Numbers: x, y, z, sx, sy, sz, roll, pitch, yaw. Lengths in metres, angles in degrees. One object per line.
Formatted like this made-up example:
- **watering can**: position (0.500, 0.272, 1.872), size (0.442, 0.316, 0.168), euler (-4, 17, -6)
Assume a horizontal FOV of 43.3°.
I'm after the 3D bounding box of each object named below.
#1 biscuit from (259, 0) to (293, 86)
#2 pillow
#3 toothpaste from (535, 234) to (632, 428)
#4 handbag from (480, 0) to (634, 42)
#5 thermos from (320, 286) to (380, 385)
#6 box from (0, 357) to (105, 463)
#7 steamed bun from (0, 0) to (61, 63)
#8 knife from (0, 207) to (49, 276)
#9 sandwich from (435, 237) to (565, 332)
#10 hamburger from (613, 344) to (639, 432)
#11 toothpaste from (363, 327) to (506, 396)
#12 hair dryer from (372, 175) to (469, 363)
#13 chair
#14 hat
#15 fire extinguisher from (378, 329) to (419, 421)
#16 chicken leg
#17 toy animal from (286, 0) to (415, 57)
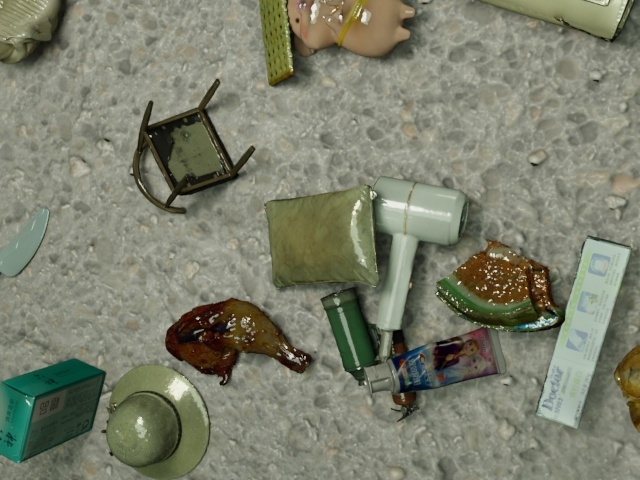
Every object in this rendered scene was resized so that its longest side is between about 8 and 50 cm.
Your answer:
- **biscuit**: position (-0.090, -0.423, 1.564), size (0.016, 0.139, 0.232), euler (-7, 92, -22)
- **pillow**: position (0.000, 0.000, 1.535), size (0.302, 0.074, 0.185), euler (-6, 90, 47)
- **toothpaste**: position (0.467, 0.162, 1.445), size (0.081, 0.067, 0.337), euler (16, 99, 16)
- **handbag**: position (0.375, -0.504, 1.383), size (0.358, 0.160, 0.237), euler (23, 106, 17)
- **thermos**: position (0.064, 0.190, 1.584), size (0.073, 0.083, 0.188), euler (-18, 90, 40)
- **box**: position (-0.578, 0.355, 1.713), size (0.092, 0.245, 0.153), euler (19, 99, 17)
- **steamed bun**: position (-0.665, -0.471, 1.741), size (0.211, 0.144, 0.218), euler (20, 70, 8)
- **knife**: position (-0.726, 0.051, 1.853), size (0.331, 0.044, 0.080), euler (-38, 82, 14)
- **sandwich**: position (0.327, 0.093, 1.453), size (0.235, 0.079, 0.159), euler (32, 95, 34)
- **hamburger**: position (0.620, 0.211, 1.279), size (0.318, 0.318, 0.158), euler (-30, 83, 18)
- **toothpaste**: position (0.213, 0.232, 1.504), size (0.266, 0.061, 0.096), euler (-13, 91, -7)
- **hair dryer**: position (0.159, 0.069, 1.513), size (0.173, 0.107, 0.358), euler (13, 95, 19)
- **chair**: position (-0.269, -0.180, 1.626), size (0.188, 0.166, 0.272), euler (63, 151, 4)
- **hat**: position (-0.376, 0.400, 1.710), size (0.257, 0.130, 0.257), euler (1, 94, 19)
- **fire extinguisher**: position (0.151, 0.264, 1.567), size (0.062, 0.050, 0.177), euler (-12, 89, 32)
- **chicken leg**: position (-0.179, 0.211, 1.664), size (0.322, 0.083, 0.178), euler (-12, 99, 20)
- **toy animal**: position (0.054, -0.422, 1.503), size (0.248, 0.149, 0.165), euler (17, 91, 24)
